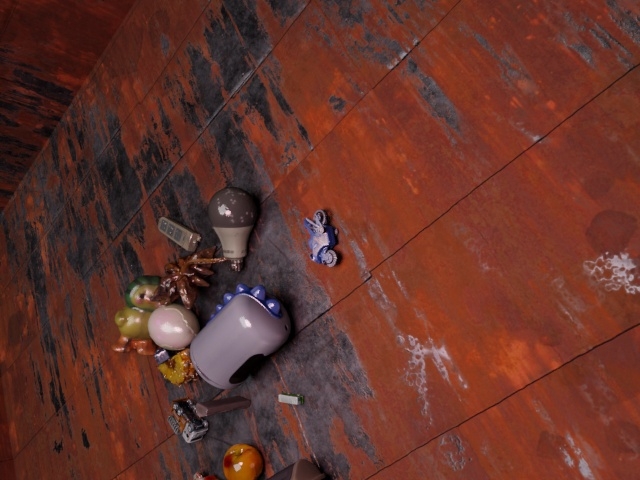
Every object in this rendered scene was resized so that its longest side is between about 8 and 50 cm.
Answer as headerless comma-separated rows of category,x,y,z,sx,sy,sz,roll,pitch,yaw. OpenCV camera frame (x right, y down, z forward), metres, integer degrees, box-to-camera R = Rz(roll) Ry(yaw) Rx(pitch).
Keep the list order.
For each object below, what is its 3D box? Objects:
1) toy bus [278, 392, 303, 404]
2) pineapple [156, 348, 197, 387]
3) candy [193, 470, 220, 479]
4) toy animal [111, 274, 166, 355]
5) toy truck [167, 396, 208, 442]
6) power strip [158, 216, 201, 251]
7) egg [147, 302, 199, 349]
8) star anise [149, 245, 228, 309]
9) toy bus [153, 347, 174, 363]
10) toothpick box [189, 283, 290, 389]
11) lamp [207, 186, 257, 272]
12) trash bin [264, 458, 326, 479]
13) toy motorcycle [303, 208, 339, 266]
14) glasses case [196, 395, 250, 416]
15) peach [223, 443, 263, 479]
toy bus,-0.098,0.529,1.687,0.083,0.037,0.031,-4,81,37
pineapple,-0.553,0.516,1.997,0.233,0.079,0.135,-30,91,47
candy,-0.368,0.924,1.827,0.292,0.059,0.086,18,92,38
toy animal,-0.749,0.304,2.135,0.191,0.216,0.338,22,97,65
toy truck,-0.520,0.710,1.965,0.177,0.080,0.115,39,112,36
power strip,-0.613,-0.036,2.171,0.286,0.048,0.080,27,99,39
egg,-0.571,0.341,1.993,0.217,0.183,0.183,-2,82,39
star anise,-0.528,0.134,2.003,0.349,0.109,0.293,8,68,36
toy bus,-0.634,0.460,2.049,0.065,0.166,0.047,-29,92,-10
toothpick box,-0.263,0.306,1.718,0.354,0.263,0.263,-45,59,23
lamp,-0.311,-0.043,1.868,0.181,0.182,0.314,-12,90,36
trash bin,-0.053,0.833,1.523,0.209,0.182,0.290,-40,67,26
toy motorcycle,0.000,0.000,1.672,0.114,0.076,0.205,-29,65,39
glasses case,-0.340,0.582,1.773,0.072,0.190,0.042,-7,80,41
peach,-0.268,0.773,1.731,0.138,0.138,0.138,-6,79,37
